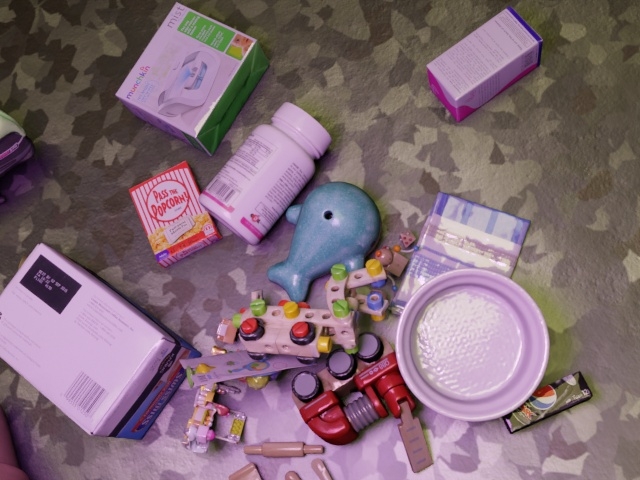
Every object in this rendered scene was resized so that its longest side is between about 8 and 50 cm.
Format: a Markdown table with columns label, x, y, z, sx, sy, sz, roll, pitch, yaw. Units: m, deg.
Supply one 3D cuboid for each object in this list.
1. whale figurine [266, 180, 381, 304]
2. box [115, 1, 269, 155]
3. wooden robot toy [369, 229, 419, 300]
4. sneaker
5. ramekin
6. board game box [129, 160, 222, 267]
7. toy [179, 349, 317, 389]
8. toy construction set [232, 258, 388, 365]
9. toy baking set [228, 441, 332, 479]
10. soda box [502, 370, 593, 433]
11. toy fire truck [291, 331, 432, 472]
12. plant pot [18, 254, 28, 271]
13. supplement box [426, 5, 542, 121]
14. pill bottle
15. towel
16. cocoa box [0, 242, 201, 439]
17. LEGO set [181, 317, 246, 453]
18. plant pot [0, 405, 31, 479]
| label | x | y | z | sx | sy | sz | roll | pitch | yaw |
| --- | --- | --- | --- | --- | --- | --- | --- | --- | --- |
| whale figurine | 0.000 | 0.000 | 1.718 | 0.272 | 0.141 | 0.216 | -47 | 72 | 2 |
| box | -0.286 | -0.365 | 1.898 | 0.231 | 0.127 | 0.262 | 29 | 82 | 16 |
| wooden robot toy | 0.128 | 0.044 | 1.701 | 0.076 | 0.079 | 0.173 | 27 | 88 | 45 |
| sneaker | -0.838 | -0.103 | 1.896 | 0.482 | 0.202 | 0.185 | -34 | 54 | 18 |
| ramekin | 0.279 | 0.194 | 1.576 | 0.277 | 0.135 | 0.277 | -1 | 84 | 6 |
| board game box | -0.321 | -0.059 | 1.851 | 0.146 | 0.045 | 0.194 | -27 | 70 | 2 |
| toy | -0.140 | 0.253 | 1.607 | 0.237 | 0.137 | 0.056 | -3 | 103 | -22 |
| toy construction set | -0.040 | 0.139 | 1.607 | 0.327 | 0.151 | 0.215 | -11 | 37 | 30 |
| toy baking set | -0.053 | 0.492 | 1.641 | 0.256 | 0.030 | 0.197 | -7 | 75 | 9 |
| soda box | 0.424 | 0.307 | 1.582 | 0.168 | 0.060 | 0.053 | -25 | 69 | 3 |
| toy fire truck | 0.094 | 0.338 | 1.609 | 0.217 | 0.158 | 0.246 | -32 | 60 | 0 |
| plant pot | -0.619 | 0.078 | 1.857 | 0.079 | 0.083 | 0.083 | 5 | 74 | 0 |
| supplement box | 0.347 | -0.372 | 1.778 | 0.220 | 0.111 | 0.114 | -36 | 70 | -1 |
| pill bottle | -0.113 | -0.143 | 1.774 | 0.160 | 0.160 | 0.283 | 37 | 83 | 19 |
| towel | 0.284 | 0.053 | 1.703 | 0.209 | 0.034 | 0.285 | 21 | 78 | 16 |
| cocoa box | -0.465 | 0.210 | 1.700 | 0.347 | 0.228 | 0.231 | 33 | 83 | 18 |
| LEGO set | -0.190 | 0.304 | 1.686 | 0.107 | 0.132 | 0.287 | 16 | 53 | -1 |
| plant pot | -0.721 | 0.450 | 1.691 | 0.263 | 0.263 | 0.229 | -21 | 52 | 5 |
